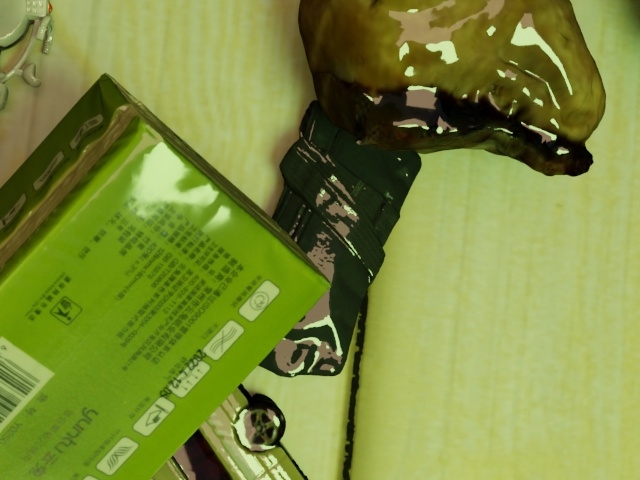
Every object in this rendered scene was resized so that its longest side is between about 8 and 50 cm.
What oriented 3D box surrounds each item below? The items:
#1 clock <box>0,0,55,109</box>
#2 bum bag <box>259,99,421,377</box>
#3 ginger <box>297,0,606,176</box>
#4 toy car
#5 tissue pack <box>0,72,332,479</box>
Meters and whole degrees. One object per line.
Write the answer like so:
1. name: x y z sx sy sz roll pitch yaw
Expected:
1. clock: -0.278 -0.165 0.852 0.087 0.041 0.129 9 79 -6
2. bum bag: 0.000 0.000 0.879 0.123 0.060 0.248 26 80 -6
3. ginger: 0.115 -0.178 0.840 0.269 0.200 0.223 4 100 -13
4. toy car: -0.044 0.234 0.831 0.124 0.101 0.256 -35 90 -6
5. tissue pack: -0.167 0.051 0.743 0.274 0.167 0.200 -47 121 1
